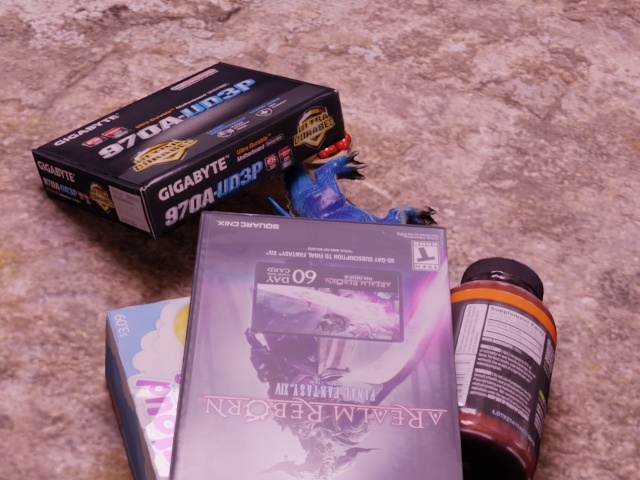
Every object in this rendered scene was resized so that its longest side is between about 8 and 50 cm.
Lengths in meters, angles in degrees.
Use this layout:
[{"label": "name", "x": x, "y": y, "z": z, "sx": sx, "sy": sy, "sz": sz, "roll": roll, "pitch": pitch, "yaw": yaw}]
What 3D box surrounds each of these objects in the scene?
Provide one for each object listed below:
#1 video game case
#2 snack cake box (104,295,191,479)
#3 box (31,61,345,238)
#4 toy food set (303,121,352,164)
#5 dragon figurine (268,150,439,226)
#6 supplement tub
[{"label": "video game case", "x": -0.001, "y": 0.085, "z": 0.914, "sx": 0.196, "sy": 0.026, "sz": 0.274, "roll": 4, "pitch": 44, "yaw": -2}, {"label": "snack cake box", "x": -0.055, "y": 0.162, "z": 0.917, "sx": 0.152, "sy": 0.089, "sz": 0.264, "roll": -9, "pitch": 49, "yaw": -19}, {"label": "box", "x": -0.114, "y": -0.086, "z": 1.119, "sx": 0.220, "sy": 0.051, "sz": 0.175, "roll": -30, "pitch": 33, "yaw": -32}, {"label": "toy food set", "x": -0.011, "y": -0.105, "z": 1.222, "sx": 0.083, "sy": 0.020, "sz": 0.083, "roll": -9, "pitch": 49, "yaw": -17}, {"label": "dragon figurine", "x": 0.000, "y": 0.000, "z": 1.081, "sx": 0.289, "sy": 0.085, "sz": 0.144, "roll": 39, "pitch": 52, "yaw": 23}, {"label": "supplement tub", "x": 0.128, "y": 0.104, "z": 0.993, "sx": 0.106, "sy": 0.106, "sz": 0.198, "roll": 16, "pitch": 46, "yaw": 5}]
